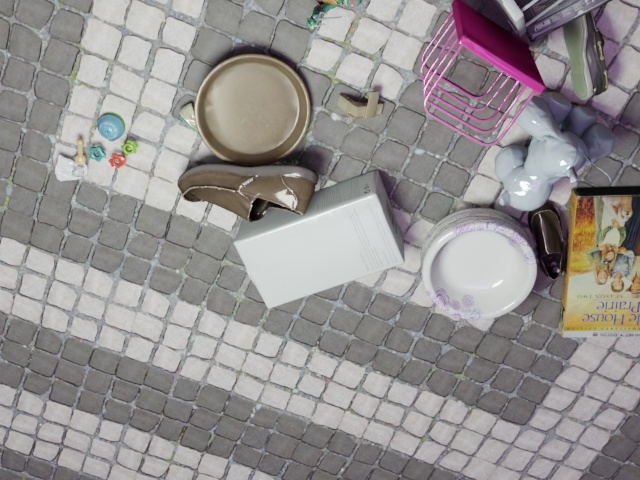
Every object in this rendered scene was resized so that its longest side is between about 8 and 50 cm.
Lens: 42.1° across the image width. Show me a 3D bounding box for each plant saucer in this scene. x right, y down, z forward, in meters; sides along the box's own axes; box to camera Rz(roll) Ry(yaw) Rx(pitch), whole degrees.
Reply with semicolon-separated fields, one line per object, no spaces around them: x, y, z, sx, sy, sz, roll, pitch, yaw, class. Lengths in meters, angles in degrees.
-0.163;-0.311;1.986;0.278;0.041;0.278;-4;114;-8;plant saucer

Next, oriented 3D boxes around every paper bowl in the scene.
0.396;0.049;2.106;0.284;0.148;0.284;1;118;2;paper bowl

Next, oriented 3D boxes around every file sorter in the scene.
0.335;-0.364;1.813;0.202;0.291;0.182;29;119;-11;file sorter
0.395;-0.591;1.688;0.173;0.193;0.278;-34;85;16;file sorter

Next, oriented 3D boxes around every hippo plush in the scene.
0.541;-0.177;1.946;0.234;0.294;0.236;-3;144;-29;hippo plush

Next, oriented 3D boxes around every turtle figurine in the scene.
0.004;-0.553;1.831;0.234;0.118;0.175;21;103;10;turtle figurine

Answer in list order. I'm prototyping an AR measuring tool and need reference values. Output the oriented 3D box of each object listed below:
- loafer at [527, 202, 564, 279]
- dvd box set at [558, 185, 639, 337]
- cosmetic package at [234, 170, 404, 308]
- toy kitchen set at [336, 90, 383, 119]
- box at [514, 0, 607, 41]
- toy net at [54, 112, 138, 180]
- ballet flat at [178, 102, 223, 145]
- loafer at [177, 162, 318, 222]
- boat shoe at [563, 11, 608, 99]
0.585;0.006;2.109;0.080;0.078;0.220;-16;116;12;loafer
0.786;0.061;2.135;0.307;0.062;0.420;0;118;4;dvd box set
0.000;0.000;2.105;0.385;0.156;0.217;-17;115;13;cosmetic package
0.098;-0.338;1.986;0.083;0.075;0.068;-13;129;-35;toy kitchen set
0.520;-0.564;1.787;0.231;0.056;0.183;-27;89;16;box
-0.567;-0.215;2.091;0.232;0.045;0.122;-34;113;21;toy net
-0.273;-0.269;2.035;0.052;0.057;0.168;-43;108;11;ballet flat
-0.187;-0.113;2.015;0.366;0.134;0.130;0;78;22;loafer
0.603;-0.437;1.877;0.068;0.081;0.228;-18;111;-13;boat shoe
